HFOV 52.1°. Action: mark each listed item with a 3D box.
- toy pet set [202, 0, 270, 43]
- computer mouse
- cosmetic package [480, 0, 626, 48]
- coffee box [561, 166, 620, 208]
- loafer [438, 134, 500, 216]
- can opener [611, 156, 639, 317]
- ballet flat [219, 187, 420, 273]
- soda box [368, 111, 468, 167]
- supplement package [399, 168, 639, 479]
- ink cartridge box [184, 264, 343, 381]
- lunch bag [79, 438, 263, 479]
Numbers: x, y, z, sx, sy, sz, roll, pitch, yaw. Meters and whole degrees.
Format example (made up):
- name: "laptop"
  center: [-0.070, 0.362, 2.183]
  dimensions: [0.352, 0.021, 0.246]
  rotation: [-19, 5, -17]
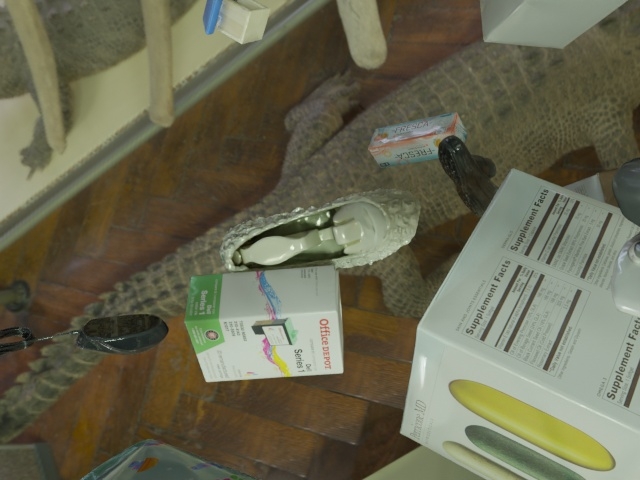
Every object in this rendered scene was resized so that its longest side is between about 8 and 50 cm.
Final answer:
- name: "toy pet set"
  center: [-0.075, -0.264, 0.661]
  dimensions: [0.065, 0.122, 0.114]
  rotation: [33, 124, 14]
- name: "computer mouse"
  center: [-0.309, 0.128, 0.802]
  dimensions: [0.241, 0.071, 0.041]
  rotation: [-4, 109, -14]
- name: "cosmetic package"
  center: [0.232, -0.275, 0.562]
  dimensions: [0.107, 0.238, 0.127]
  rotation: [0, 81, -13]
- name: "coffee box"
  center: [0.350, -0.026, 0.842]
  dimensions: [0.141, 0.246, 0.098]
  rotation: [-13, 85, -13]
- name: "loafer"
  center: [0.273, -0.125, 1.178]
  dimensions: [0.078, 0.223, 0.076]
  rotation: [-41, 50, 4]
- name: "can opener"
  center: [0.256, 0.032, 0.282]
  dimensions: [0.280, 0.093, 0.074]
  rotation: [23, 73, 46]
- name: "ballet flat"
  center: [0.000, 0.000, 1.255]
  dimensions: [0.408, 0.147, 0.147]
  rotation: [-14, 69, 5]
- name: "soda box"
  center: [0.188, -0.193, 1.271]
  dimensions: [0.183, 0.063, 0.058]
  rotation: [-5, 49, 37]
- name: "supplement package"
  center: [0.233, 0.111, 0.561]
  dimensions: [0.262, 0.199, 0.198]
  rotation: [24, 55, 20]
- name: "ink cartridge box"
  center: [-0.097, 0.162, 1.253]
  dimensions: [0.277, 0.202, 0.117]
  rotation: [-4, 45, 2]
- name: "lunch bag"
  center: [-0.184, 0.311, 0.583]
  dimensions: [0.223, 0.262, 0.160]
  rotation: [-1, 107, 46]
